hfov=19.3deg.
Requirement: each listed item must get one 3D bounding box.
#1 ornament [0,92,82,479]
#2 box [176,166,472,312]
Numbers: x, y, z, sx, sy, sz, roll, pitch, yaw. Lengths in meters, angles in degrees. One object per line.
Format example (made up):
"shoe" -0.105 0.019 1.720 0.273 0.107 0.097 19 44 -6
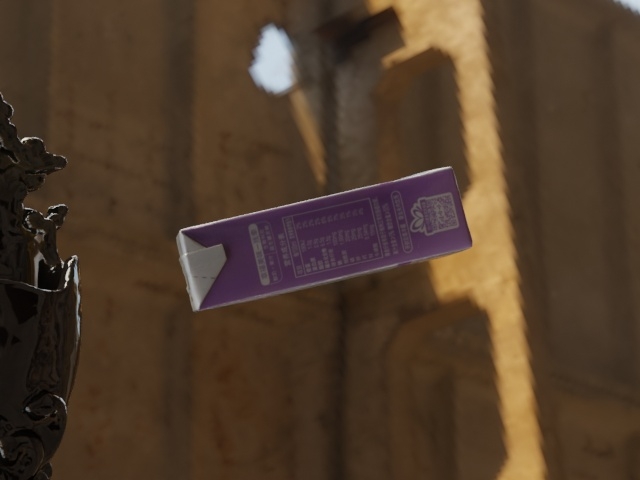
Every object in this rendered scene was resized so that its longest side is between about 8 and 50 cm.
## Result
"ornament" -0.226 0.042 0.880 0.251 0.106 0.260 -5 -100 -23
"box" 0.000 0.000 0.772 0.117 0.050 0.036 -13 -91 -8
